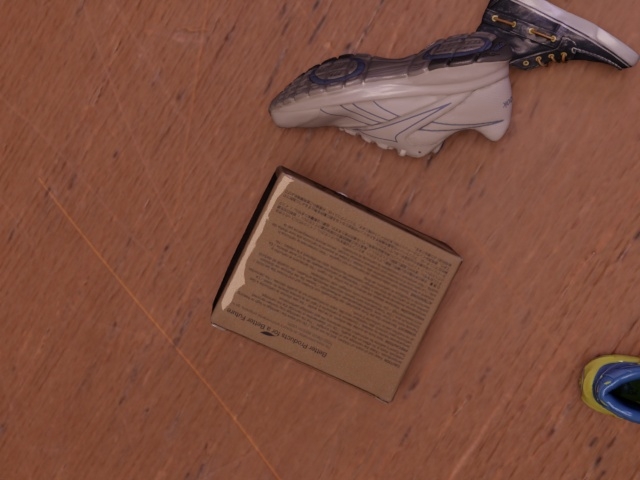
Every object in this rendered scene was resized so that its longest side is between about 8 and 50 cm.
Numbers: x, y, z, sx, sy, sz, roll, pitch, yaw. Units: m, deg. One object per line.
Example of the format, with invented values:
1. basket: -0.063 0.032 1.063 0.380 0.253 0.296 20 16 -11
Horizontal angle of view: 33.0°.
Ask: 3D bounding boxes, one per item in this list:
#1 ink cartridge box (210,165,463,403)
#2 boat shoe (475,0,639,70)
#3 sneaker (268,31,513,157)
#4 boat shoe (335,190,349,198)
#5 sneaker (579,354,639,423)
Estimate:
1. ink cartridge box: 0.016 0.049 1.250 0.234 0.088 0.193 26 98 -10
2. boat shoe: 0.267 -0.222 1.240 0.183 0.065 0.083 31 103 13
3. sneaker: 0.081 -0.151 1.251 0.297 0.111 0.129 -4 120 22
4. boat shoe: 0.000 0.000 1.305 0.046 0.038 0.125 28 97 8
5. sneaker: 0.411 0.180 1.196 0.240 0.126 0.091 1 93 10
